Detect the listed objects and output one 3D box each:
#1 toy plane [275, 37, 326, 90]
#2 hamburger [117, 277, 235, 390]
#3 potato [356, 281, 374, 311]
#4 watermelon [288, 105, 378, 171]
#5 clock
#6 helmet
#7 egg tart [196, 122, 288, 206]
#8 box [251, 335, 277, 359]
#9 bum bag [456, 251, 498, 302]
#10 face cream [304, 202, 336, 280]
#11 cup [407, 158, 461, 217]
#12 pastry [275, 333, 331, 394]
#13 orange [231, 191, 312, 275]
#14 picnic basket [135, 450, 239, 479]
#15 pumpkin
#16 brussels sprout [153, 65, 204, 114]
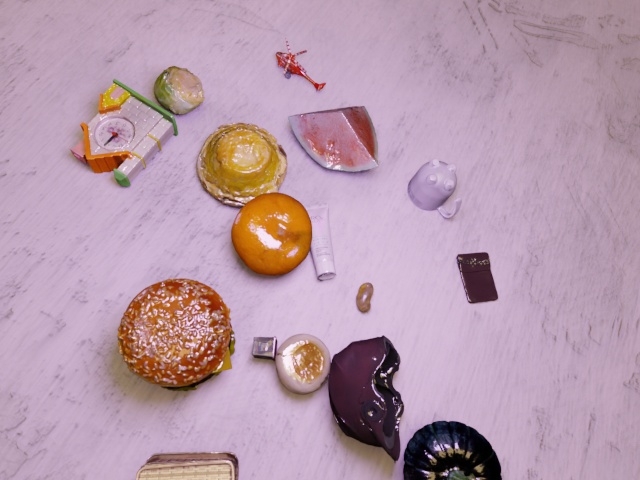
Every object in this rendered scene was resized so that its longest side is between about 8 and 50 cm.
[{"bbox_3d":[-0.068,-0.585,1.647,0.194,0.077,0.126,21,71,-10],"label":"toy plane"},{"bbox_3d":[-0.354,0.239,1.208,0.290,0.225,0.291,4,69,-11],"label":"hamburger"},{"bbox_3d":[0.129,0.165,1.413,0.046,0.045,0.092,29,65,-37],"label":"potato"},{"bbox_3d":[0.069,-0.329,1.527,0.255,0.176,0.260,-28,99,-10],"label":"watermelon"},{"bbox_3d":[-0.593,-0.312,1.435,0.219,0.106,0.255,31,68,3],"label":"clock"},{"bbox_3d":[0.110,0.399,1.239,0.176,0.225,0.306,-4,68,18],"label":"helmet"},{"bbox_3d":[-0.235,-0.246,1.467,0.294,0.116,0.295,4,69,-10],"label":"egg tart"},{"bbox_3d":[-0.149,0.291,1.300,0.063,0.085,0.060,2,70,0],"label":"box"},{"bbox_3d":[0.490,0.113,1.503,0.109,0.026,0.160,-6,71,-13],"label":"bum bag"},{"bbox_3d":[0.000,0.000,1.450,0.092,0.058,0.244,-8,65,-8],"label":"face cream"},{"bbox_3d":[0.363,-0.165,1.523,0.134,0.142,0.174,1,70,-10],"label":"cup"},{"bbox_3d":[-0.048,0.328,1.287,0.156,0.092,0.157,10,65,-21],"label":"pastry"},{"bbox_3d":[-0.135,-0.017,1.367,0.239,0.171,0.241,5,73,-15],"label":"orange"},{"bbox_3d":[-0.303,0.649,1.088,0.227,0.175,0.313,2,69,-8],"label":"picnic basket"},{"bbox_3d":[0.329,0.574,1.188,0.247,0.248,0.248,3,69,-8],"label":"pumpkin"},{"bbox_3d":[-0.448,-0.461,1.511,0.151,0.122,0.149,2,71,-47],"label":"brussels sprout"}]
